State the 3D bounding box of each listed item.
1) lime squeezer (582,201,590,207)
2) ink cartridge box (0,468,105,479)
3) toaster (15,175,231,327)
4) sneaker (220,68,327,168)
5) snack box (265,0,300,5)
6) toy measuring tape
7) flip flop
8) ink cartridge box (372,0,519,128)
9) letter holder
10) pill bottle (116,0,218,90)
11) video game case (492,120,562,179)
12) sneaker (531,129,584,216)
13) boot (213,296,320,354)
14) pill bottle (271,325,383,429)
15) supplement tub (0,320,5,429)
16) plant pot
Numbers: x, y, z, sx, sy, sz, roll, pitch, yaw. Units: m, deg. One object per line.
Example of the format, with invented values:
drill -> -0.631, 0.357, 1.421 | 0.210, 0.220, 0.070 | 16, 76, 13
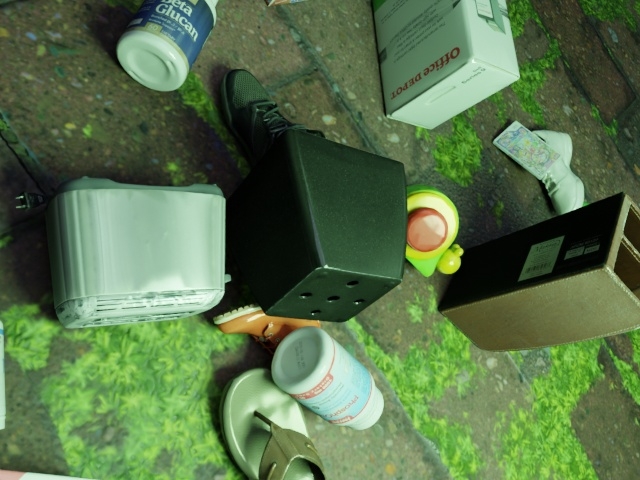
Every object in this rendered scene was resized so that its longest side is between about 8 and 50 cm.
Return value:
lime squeezer -> 0.540, -0.014, 1.229 | 0.310, 0.059, 0.109 | -38, 126, -39
ink cartridge box -> -0.295, 0.316, 0.502 | 0.159, 0.092, 0.217 | 20, 61, -27
toaster -> -0.209, 0.016, 0.648 | 0.227, 0.129, 0.146 | 0, 75, -36
sneaker -> -0.059, -0.156, 0.813 | 0.087, 0.130, 0.227 | -15, 80, -39
snack box -> -0.033, -0.448, 1.002 | 0.178, 0.022, 0.064 | -28, 91, -38
toy measuring tape -> 0.114, -0.072, 0.903 | 0.330, 0.121, 0.121 | 43, 55, -14
flip flop -> -0.037, 0.284, 0.697 | 0.112, 0.080, 0.276 | -12, 80, -37
ink cartridge box -> 0.209, -0.373, 1.023 | 0.122, 0.211, 0.288 | 7, 70, -34
letter holder -> 0.384, 0.094, 0.914 | 0.214, 0.302, 0.152 | 44, 54, -14
pill bottle -> -0.198, -0.294, 0.788 | 0.094, 0.094, 0.169 | 30, 58, -22
video game case -> 0.425, -0.187, 1.190 | 0.122, 0.011, 0.087 | 42, 61, 14
sneaker -> 0.483, -0.140, 1.221 | 0.094, 0.080, 0.212 | 10, 60, -19
boot -> -0.063, 0.119, 0.756 | 0.158, 0.059, 0.084 | 1, 78, -35
pill bottle -> 0.015, 0.183, 0.744 | 0.160, 0.087, 0.087 | 46, 51, -39
supplement tub -> -0.340, 0.130, 0.552 | 0.071, 0.071, 0.107 | 0, 74, -34
plant pot -> 0.000, 0.000, 0.730 | 0.188, 0.187, 0.166 | 12, 52, -33
